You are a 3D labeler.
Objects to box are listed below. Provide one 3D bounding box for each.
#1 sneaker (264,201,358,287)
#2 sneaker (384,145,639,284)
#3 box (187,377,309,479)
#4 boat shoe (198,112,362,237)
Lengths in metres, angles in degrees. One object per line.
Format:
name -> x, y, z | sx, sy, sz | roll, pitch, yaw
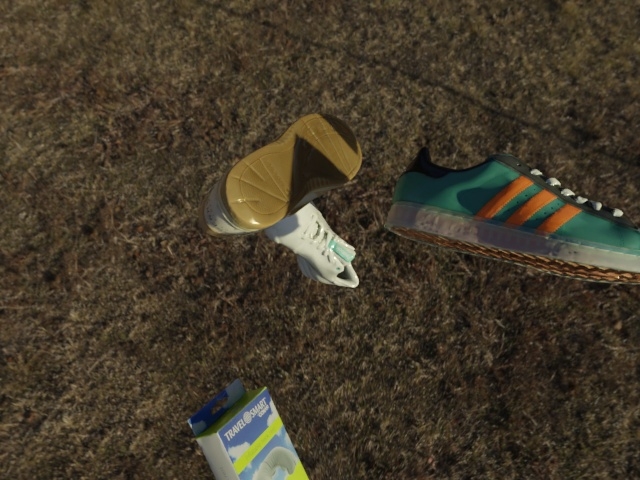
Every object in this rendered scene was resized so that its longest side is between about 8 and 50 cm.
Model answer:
sneaker -> 0.000, 0.000, 0.630 | 0.094, 0.212, 0.080 | 25, 73, 32
sneaker -> 0.228, -0.036, 0.521 | 0.303, 0.108, 0.120 | 14, 83, 20
box -> -0.079, 0.267, 0.580 | 0.043, 0.109, 0.178 | -24, 91, 28
boat shoe -> -0.028, -0.051, 0.365 | 0.170, 0.059, 0.062 | -36, 101, -49
